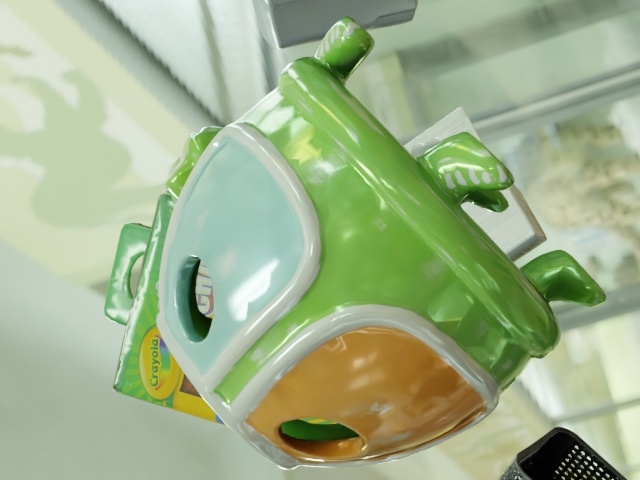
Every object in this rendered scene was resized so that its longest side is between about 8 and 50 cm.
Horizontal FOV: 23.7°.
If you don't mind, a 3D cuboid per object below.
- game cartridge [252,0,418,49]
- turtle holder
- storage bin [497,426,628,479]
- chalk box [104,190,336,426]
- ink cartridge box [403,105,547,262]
[{"bbox_3d":[0.018,-0.336,1.528,0.060,0.196,0.294,50,145,46],"label":"game cartridge"},{"bbox_3d":[-0.002,0.000,0.991,0.320,0.227,0.243,48,-176,22],"label":"turtle holder"},{"bbox_3d":[0.258,0.285,1.504,0.180,0.084,0.122,43,-148,18],"label":"storage bin"},{"bbox_3d":[-0.057,0.059,1.312,0.179,0.289,0.180,-4,-73,-75],"label":"chalk box"},{"bbox_3d":[0.148,-0.036,1.707,0.045,0.145,0.179,23,-143,-58],"label":"ink cartridge box"}]
